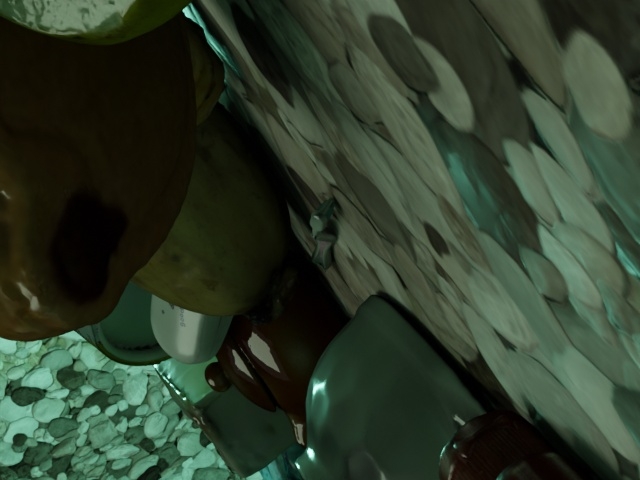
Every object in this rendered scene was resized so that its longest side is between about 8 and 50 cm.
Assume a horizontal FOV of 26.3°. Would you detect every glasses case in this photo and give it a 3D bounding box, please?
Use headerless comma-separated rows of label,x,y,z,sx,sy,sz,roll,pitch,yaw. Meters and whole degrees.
glasses case,-0.098,0.013,1.164,0.076,0.049,0.197,35,118,35

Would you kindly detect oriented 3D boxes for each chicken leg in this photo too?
chicken leg,-0.136,-0.151,0.956,0.101,0.085,0.207,17,-152,-39

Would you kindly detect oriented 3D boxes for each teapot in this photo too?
teapot,-0.058,0.075,1.245,0.252,0.135,0.178,55,169,-2

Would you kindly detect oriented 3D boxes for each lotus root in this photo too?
lotus root,-0.113,-0.044,1.038,0.257,0.154,0.140,43,134,-11

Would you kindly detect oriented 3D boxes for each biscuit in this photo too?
biscuit,-0.186,-0.176,0.645,0.455,0.078,0.350,51,-152,-45

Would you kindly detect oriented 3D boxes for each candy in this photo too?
candy,-0.077,0.146,1.547,0.137,0.185,0.195,54,170,-27

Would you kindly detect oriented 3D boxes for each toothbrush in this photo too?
toothbrush,0.000,0.000,0.973,0.017,0.022,0.204,39,171,6

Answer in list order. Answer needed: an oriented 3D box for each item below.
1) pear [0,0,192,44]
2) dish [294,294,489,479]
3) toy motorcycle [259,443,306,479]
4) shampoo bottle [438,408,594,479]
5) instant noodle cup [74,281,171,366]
pear,-0.094,-0.155,0.558,0.141,0.104,0.141,13,128,17
dish,0.070,0.182,0.938,0.303,0.120,0.303,55,174,9
toy motorcycle,0.028,0.276,1.589,0.260,0.154,0.206,27,131,49
shampoo bottle,0.142,0.170,0.637,0.102,0.064,0.260,60,172,-36
instant noodle cup,-0.200,-0.011,1.395,0.200,0.264,0.264,41,166,35
